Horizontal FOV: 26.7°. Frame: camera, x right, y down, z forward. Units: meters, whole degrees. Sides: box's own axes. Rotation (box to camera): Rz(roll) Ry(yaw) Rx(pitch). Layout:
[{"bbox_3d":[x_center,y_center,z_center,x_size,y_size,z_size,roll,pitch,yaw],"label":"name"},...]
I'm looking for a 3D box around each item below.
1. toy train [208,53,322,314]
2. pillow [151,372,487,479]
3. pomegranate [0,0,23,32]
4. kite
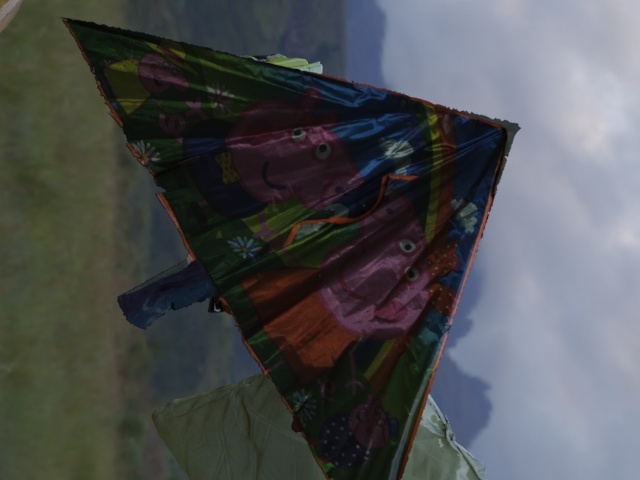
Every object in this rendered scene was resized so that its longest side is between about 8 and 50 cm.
[{"bbox_3d":[-0.047,-0.036,1.148,0.085,0.053,0.250,22,-64,36],"label":"toy train"},{"bbox_3d":[0.029,0.210,1.107,0.281,0.274,0.076,54,40,-14],"label":"pillow"},{"bbox_3d":[-0.299,-0.237,0.805,0.319,0.319,0.319,169,-90,-81],"label":"pomegranate"},{"bbox_3d":[0.000,0.000,0.670,0.321,0.234,0.016,60,21,-8],"label":"kite"}]
